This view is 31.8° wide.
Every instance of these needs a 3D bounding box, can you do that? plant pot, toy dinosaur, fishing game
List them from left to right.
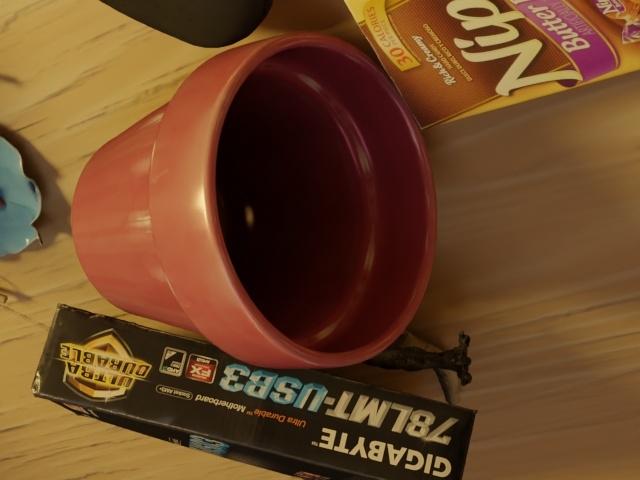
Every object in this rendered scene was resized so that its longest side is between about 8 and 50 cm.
[{"bbox_3d":[-0.303,-0.038,0.861,0.189,0.041,0.264,19,139,-2],"label":"fishing game"},{"bbox_3d":[-0.055,-0.018,0.716,0.180,0.201,0.201,-6,138,43],"label":"plant pot"},{"bbox_3d":[0.049,0.071,0.854,0.268,0.064,0.118,26,156,-32],"label":"toy dinosaur"}]

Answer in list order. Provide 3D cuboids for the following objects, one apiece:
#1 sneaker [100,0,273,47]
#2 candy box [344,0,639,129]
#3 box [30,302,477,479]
[{"bbox_3d":[-0.169,-0.185,0.582,0.330,0.146,0.122,35,133,-25],"label":"sneaker"},{"bbox_3d":[0.120,-0.136,0.627,0.186,0.053,0.109,-13,134,29],"label":"candy box"},{"bbox_3d":[-0.057,0.136,0.877,0.293,0.073,0.295,14,166,-4],"label":"box"}]
